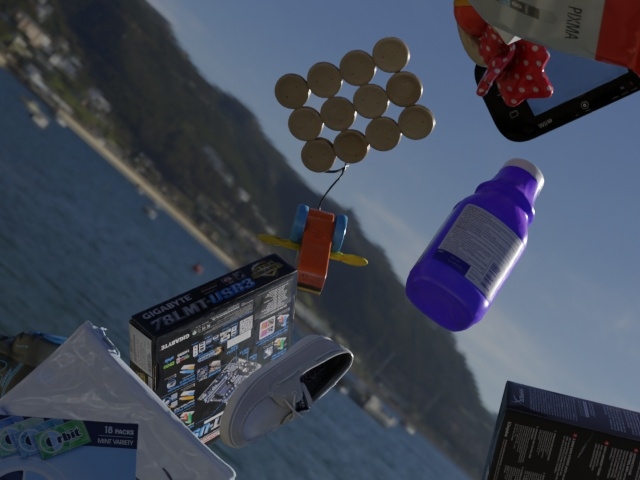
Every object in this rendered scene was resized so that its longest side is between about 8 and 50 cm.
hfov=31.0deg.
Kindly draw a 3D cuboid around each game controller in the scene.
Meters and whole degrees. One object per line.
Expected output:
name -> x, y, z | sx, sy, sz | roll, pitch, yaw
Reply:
game controller -> 0.407, -0.283, 1.877 | 0.067, 0.319, 0.166 | -13, 80, -55

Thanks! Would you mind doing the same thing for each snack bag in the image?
snack bag -> -0.314, 0.303, 1.409 | 0.323, 0.342, 0.037 | 41, -16, 26

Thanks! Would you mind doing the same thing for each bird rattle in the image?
bird rattle -> 0.239, -0.309, 1.554 | 0.207, 0.143, 0.253 | -138, -148, -74

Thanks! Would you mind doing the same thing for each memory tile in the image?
memory tile -> 0.035, -0.136, 1.172 | 0.012, 0.148, 0.113 | -65, 134, -63

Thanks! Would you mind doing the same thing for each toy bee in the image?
toy bee -> 0.000, 0.000, 2.138 | 0.195, 0.298, 0.162 | 30, -38, 10

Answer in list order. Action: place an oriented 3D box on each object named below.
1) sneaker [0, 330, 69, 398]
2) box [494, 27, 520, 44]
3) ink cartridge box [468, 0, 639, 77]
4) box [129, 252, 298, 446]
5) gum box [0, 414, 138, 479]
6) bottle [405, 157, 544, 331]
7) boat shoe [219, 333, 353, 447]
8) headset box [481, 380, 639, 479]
sneaker -> -0.439, 0.208, 1.676 | 0.125, 0.140, 0.341 | 14, -12, -24
box -> 0.244, -0.295, 1.305 | 0.087, 0.101, 0.102 | 58, -29, 14
ink cartridge box -> 0.180, -0.227, 0.854 | 0.385, 0.091, 0.308 | 59, -5, 23
box -> -0.172, 0.199, 1.876 | 0.073, 0.295, 0.293 | 35, -45, 34
gum box -> -0.263, 0.267, 1.127 | 0.157, 0.184, 0.041 | 7, -24, -17
bottle -> 0.229, -0.004, 1.625 | 0.118, 0.283, 0.092 | 37, -34, -1
boat shoe -> -0.034, 0.173, 1.293 | 0.063, 0.184, 0.066 | 12, -57, 42
headset box -> 0.345, 0.319, 1.408 | 0.293, 0.218, 0.110 | 12, 14, 7
